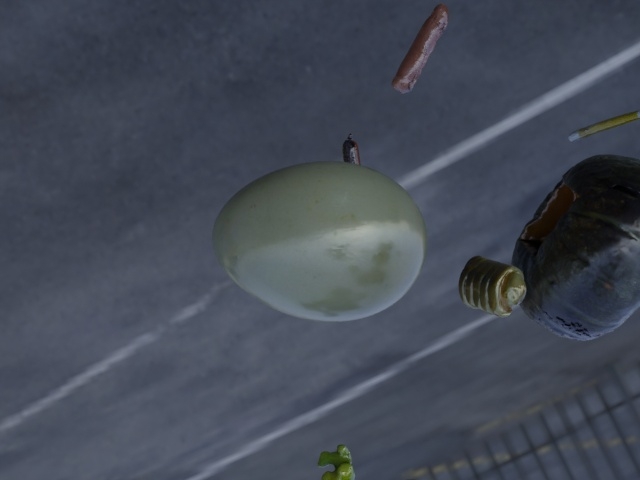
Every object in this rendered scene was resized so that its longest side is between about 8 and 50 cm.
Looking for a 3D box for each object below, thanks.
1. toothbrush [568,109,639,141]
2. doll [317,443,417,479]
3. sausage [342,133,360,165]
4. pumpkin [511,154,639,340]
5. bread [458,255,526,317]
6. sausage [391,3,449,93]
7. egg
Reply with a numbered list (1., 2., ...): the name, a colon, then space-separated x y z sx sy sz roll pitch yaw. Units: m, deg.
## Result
1. toothbrush: 0.453 -0.182 2.080 0.021 0.024 0.288 -34 -171 -28
2. doll: 0.056 0.434 1.673 0.341 0.346 0.099 -62 147 -19
3. sausage: 0.051 -0.052 1.993 0.025 0.198 0.028 -6 178 -10
4. pumpkin: 0.432 0.011 2.241 0.320 0.192 0.320 -56 -168 18
5. bread: 0.149 0.041 1.255 0.034 0.049 0.088 23 -179 -22
6. sausage: 0.156 -0.297 2.182 0.036 0.158 0.042 36 167 -38
7. egg: 0.000 0.000 1.657 0.254 0.188 0.188 6 156 -12
